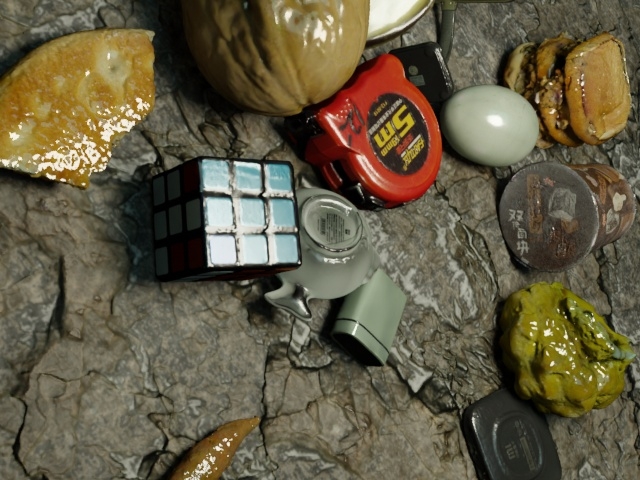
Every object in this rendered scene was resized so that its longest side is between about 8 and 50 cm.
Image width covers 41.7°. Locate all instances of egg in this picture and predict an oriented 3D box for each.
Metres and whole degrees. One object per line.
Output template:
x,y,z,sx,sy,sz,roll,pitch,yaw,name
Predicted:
0.318,-0.219,1.589,0.209,0.151,0.151,15,71,-31,egg

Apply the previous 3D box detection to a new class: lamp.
0.258,-0.380,1.562,0.124,0.203,0.283,55,48,-36,lamp

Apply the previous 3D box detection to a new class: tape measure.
0.088,-0.172,1.438,0.253,0.114,0.260,-47,111,-34,tape measure

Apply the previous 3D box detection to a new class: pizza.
-0.344,-0.180,1.151,0.182,0.074,0.365,46,57,-16,pizza

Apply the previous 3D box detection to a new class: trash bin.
0.081,0.125,1.386,0.116,0.059,0.130,47,54,-38,trash bin

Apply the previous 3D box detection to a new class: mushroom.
0.019,-0.471,1.458,0.217,0.212,0.292,-38,123,9,mushroom

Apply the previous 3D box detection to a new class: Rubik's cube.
-0.138,-0.026,1.210,0.160,0.163,0.162,0,83,-36,Rubik's cube

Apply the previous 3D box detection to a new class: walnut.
-0.068,-0.348,1.269,0.252,0.277,0.313,-18,86,-57,walnut

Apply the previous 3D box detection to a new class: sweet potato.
-0.157,0.311,1.185,0.206,0.060,0.068,-41,141,-36,sweet potato

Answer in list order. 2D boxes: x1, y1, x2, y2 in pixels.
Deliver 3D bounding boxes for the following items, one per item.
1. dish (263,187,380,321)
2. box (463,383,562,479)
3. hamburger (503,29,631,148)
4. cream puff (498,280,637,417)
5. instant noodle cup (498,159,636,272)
0.000,0.000,1.312,0.224,0.078,0.246,28,54,-8,dish
0.360,0.379,1.549,0.201,0.042,0.213,-16,87,-36,box
0.512,-0.312,1.714,0.245,0.211,0.261,21,73,-39,hamburger
0.471,0.193,1.571,0.281,0.185,0.282,14,61,-27,cream puff
0.496,-0.058,1.656,0.207,0.217,0.218,-13,87,-43,instant noodle cup
